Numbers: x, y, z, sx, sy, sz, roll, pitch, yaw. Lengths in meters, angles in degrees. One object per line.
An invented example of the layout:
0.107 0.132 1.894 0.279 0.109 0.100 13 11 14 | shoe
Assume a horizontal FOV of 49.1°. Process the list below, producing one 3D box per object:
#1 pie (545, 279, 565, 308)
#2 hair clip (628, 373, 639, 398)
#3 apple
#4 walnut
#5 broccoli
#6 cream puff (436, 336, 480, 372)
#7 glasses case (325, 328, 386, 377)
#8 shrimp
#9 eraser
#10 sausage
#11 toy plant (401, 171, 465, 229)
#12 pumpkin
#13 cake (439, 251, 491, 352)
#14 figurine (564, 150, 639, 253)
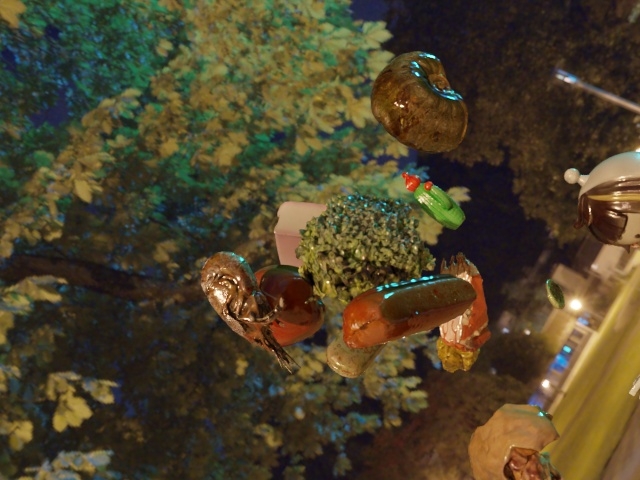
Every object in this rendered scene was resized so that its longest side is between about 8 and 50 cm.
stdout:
0.601 0.139 1.790 0.017 0.085 0.085 -33 -3 35 | pie
0.575 0.219 1.222 0.039 0.030 0.115 -36 -31 -75 | hair clip
-0.104 0.171 1.872 0.234 0.234 0.234 -48 -24 -29 | apple
0.373 0.442 1.376 0.141 0.204 0.238 -41 -62 -38 | walnut
0.088 0.048 1.624 0.293 0.348 0.281 -10 -54 -7 | broccoli
0.436 0.373 2.258 0.146 0.146 0.116 91 -157 -52 | cream puff
0.177 0.332 2.555 0.425 0.156 0.098 -44 -23 -40 | glasses case
-0.154 0.171 1.663 0.145 0.343 0.116 -37 -3 -5 | shrimp
0.000 0.000 2.196 0.359 0.272 0.122 85 -166 -71 | eraser
0.156 0.117 1.225 0.330 0.102 0.102 -8 -54 -46 | sausage
0.369 -0.131 2.262 0.088 0.240 0.154 -46 20 -12 | toy plant
0.251 -0.391 2.036 0.232 0.325 0.242 -8 -34 -25 | pumpkin
0.374 0.172 1.867 0.135 0.098 0.287 -21 -74 -31 | cake
0.623 -0.075 1.235 0.281 0.369 0.167 88 180 -69 | figurine
